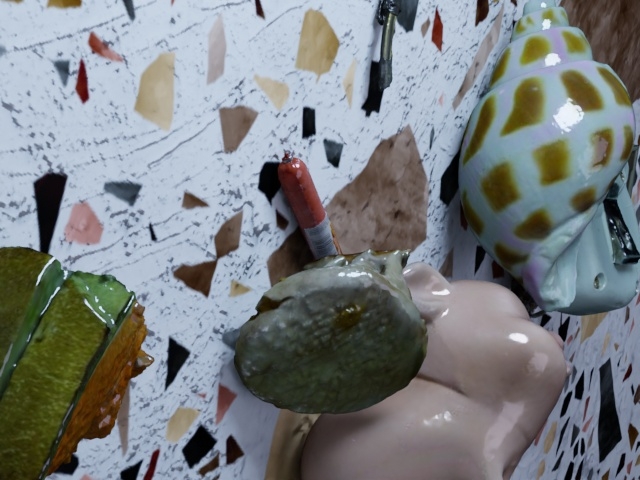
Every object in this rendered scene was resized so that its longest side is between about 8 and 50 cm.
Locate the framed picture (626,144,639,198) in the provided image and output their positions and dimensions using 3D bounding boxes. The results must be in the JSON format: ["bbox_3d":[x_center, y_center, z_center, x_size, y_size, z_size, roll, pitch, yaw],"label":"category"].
[{"bbox_3d":[0.459,-0.058,2.218,0.250,0.016,0.184,-16,115,-59],"label":"framed picture"}]

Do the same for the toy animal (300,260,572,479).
[{"bbox_3d":[0.121,0.187,1.486,0.326,0.269,0.237,-23,158,-6],"label":"toy animal"}]

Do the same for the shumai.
[{"bbox_3d":[0.007,0.074,1.352,0.120,0.201,0.201,-108,-179,-47],"label":"shumai"}]

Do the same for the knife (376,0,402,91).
[{"bbox_3d":[0.076,-0.266,1.431,0.045,0.021,0.222,-5,102,-61],"label":"knife"}]

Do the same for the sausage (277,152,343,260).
[{"bbox_3d":[0.000,0.000,1.395,0.034,0.034,0.253,-59,148,-29],"label":"sausage"}]

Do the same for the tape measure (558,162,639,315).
[{"bbox_3d":[0.366,-0.021,1.895,0.243,0.125,0.246,-8,83,-58],"label":"tape measure"}]

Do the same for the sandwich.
[{"bbox_3d":[-0.207,0.108,1.007,0.160,0.109,0.185,88,23,-66],"label":"sandwich"}]

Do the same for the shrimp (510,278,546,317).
[{"bbox_3d":[0.295,0.076,1.920,0.056,0.065,0.165,-51,-175,40],"label":"shrimp"}]

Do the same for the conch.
[{"bbox_3d":[0.276,-0.112,1.675,0.249,0.197,0.368,50,63,-74],"label":"conch"}]
